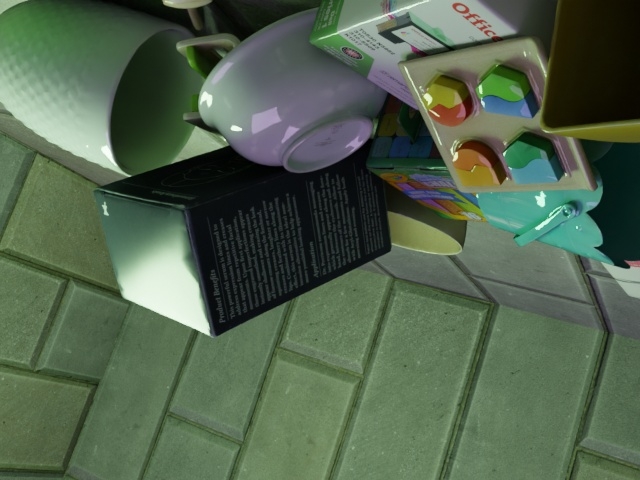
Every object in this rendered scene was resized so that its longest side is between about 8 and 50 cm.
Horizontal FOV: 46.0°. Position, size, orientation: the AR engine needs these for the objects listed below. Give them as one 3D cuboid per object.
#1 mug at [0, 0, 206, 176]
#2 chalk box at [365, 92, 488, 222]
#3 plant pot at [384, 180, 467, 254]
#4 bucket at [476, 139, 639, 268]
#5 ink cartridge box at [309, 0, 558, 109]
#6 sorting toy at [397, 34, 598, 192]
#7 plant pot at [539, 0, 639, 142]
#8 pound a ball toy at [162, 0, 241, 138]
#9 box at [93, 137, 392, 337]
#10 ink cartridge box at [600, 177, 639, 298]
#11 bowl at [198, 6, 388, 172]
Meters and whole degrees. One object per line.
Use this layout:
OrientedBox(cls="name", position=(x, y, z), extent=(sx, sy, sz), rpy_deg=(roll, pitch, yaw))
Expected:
OrientedBox(cls="mug", position=(-0.397, -0.304, 1.383), extent=(0.328, 0.276, 0.374), rpy_deg=(22, -158, 18))
OrientedBox(cls="chalk box", position=(0.203, -0.161, 1.189), extent=(0.179, 0.180, 0.289), rpy_deg=(8, 164, 47))
OrientedBox(cls="plant pot", position=(0.172, -0.108, 1.499), extent=(0.284, 0.191, 0.284), rpy_deg=(19, 170, 4))
OrientedBox(cls="bucket", position=(0.342, -0.108, 0.986), extent=(0.183, 0.281, 0.281), rpy_deg=(18, 172, 41))
OrientedBox(cls="ink cartridge box", position=(0.152, -0.263, 0.892), extent=(0.201, 0.117, 0.278), rpy_deg=(25, 168, -32))
OrientedBox(cls="sorting toy", position=(0.193, -0.129, 0.857), extent=(0.208, 0.038, 0.193), rpy_deg=(7, 135, 51))
OrientedBox(cls="plant pot", position=(0.365, -0.189, 0.709), extent=(0.187, 0.212, 0.212), rpy_deg=(11, 176, -35))
OrientedBox(cls="pound a ball toy", position=(-0.145, -0.293, 1.257), extent=(0.136, 0.208, 0.319), rpy_deg=(-6, 179, 7))
OrientedBox(cls="box", position=(-0.124, -0.035, 1.286), extent=(0.395, 0.212, 0.293), rpy_deg=(-23, -156, -36))
OrientedBox(cls="ink cartridge box", position=(0.527, -0.033, 1.181), extent=(0.117, 0.207, 0.283), rpy_deg=(7, 165, 36))
OrientedBox(cls="bowl", position=(-0.014, -0.189, 1.087), extent=(0.298, 0.134, 0.298), rpy_deg=(-24, 165, -7))
